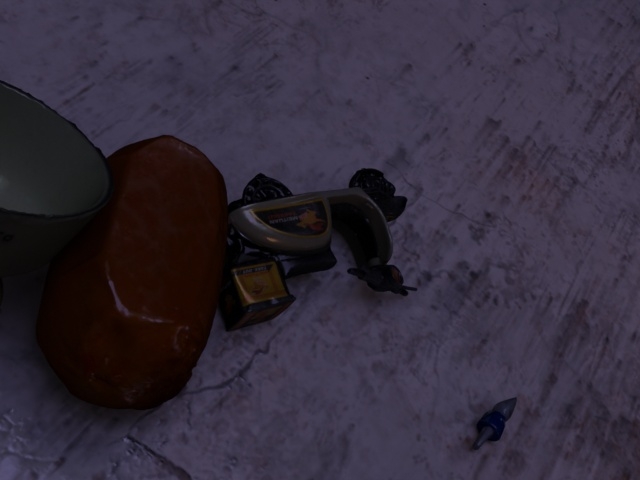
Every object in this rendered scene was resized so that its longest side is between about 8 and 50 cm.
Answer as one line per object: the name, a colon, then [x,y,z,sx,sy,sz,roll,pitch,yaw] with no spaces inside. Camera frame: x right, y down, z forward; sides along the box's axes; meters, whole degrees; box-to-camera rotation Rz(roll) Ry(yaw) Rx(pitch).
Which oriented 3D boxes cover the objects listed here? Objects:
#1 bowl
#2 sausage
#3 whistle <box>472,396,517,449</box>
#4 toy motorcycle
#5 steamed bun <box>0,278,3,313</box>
bowl: [-0.287,-0.045,0.689,0.211,0.112,0.211,28,26,-15]
sausage: [-0.167,0.022,0.790,0.153,0.141,0.268,23,50,-24]
whistle: [0.192,0.201,0.943,0.029,0.033,0.083,41,49,12]
toy motorcycle: [0.000,0.000,0.944,0.263,0.091,0.157,-11,72,-32]
steamed bun: [-0.338,0.044,0.714,0.130,0.091,0.112,-10,56,-52]
